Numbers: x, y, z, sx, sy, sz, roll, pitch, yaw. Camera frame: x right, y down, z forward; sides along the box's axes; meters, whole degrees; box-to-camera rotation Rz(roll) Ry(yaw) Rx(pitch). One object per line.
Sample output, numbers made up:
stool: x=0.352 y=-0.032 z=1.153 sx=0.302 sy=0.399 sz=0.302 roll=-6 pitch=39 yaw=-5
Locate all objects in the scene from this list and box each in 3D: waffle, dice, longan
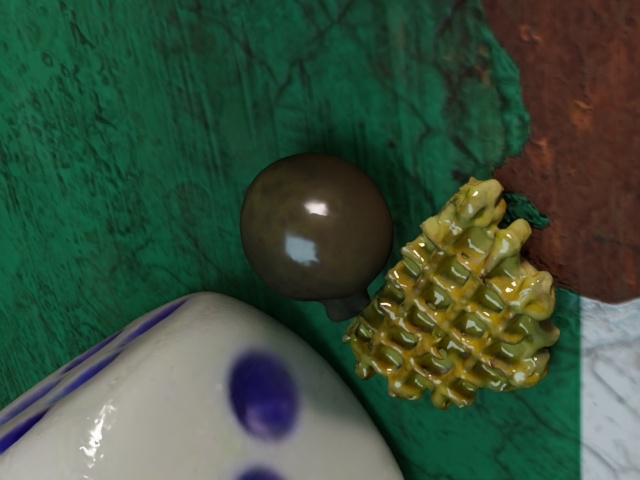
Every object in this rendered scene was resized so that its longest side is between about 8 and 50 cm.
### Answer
waffle: x=0.075 y=0.041 z=0.759 sx=0.192 sy=0.046 sz=0.160 roll=-8 pitch=116 yaw=45
dice: x=-0.126 y=0.240 z=0.923 sx=0.304 sy=0.277 sz=0.304 roll=55 pitch=142 yaw=-8
longan: x=0.000 y=0.000 z=0.753 sx=0.106 sy=0.106 sz=0.119 roll=-10 pitch=107 yaw=46
